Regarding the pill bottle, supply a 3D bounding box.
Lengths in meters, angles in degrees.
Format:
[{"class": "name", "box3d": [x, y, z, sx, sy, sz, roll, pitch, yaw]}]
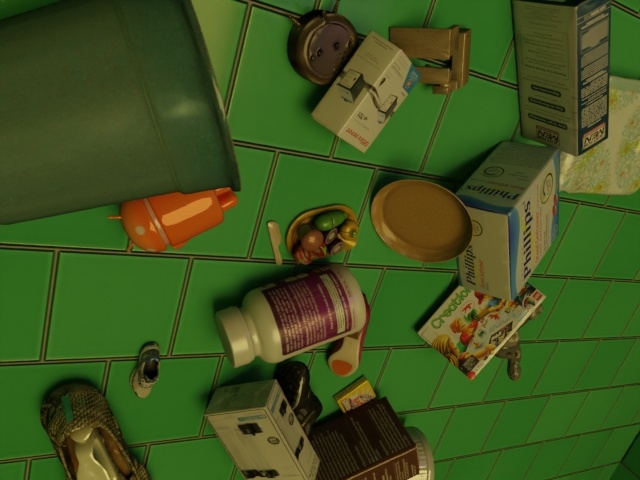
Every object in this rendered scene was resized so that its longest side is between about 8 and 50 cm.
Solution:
[{"class": "pill bottle", "box3d": [-0.067, 0.167, 1.199, 0.302, 0.169, 0.169, -17, 123, -21]}]

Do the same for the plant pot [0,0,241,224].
[{"class": "plant pot", "box3d": [-0.323, -0.189, 0.775, 0.334, 0.341, 0.341, -17, 124, -10]}]

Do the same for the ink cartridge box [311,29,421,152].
[{"class": "ink cartridge box", "box3d": [0.090, -0.279, 1.054, 0.190, 0.082, 0.140, -54, 156, 12]}]

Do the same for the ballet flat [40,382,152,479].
[{"class": "ballet flat", "box3d": [-0.460, 0.518, 1.167, 0.164, 0.182, 0.482, -21, 125, -19]}]

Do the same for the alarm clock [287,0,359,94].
[{"class": "alarm clock", "box3d": [0.012, -0.341, 1.029, 0.129, 0.064, 0.192, -26, 129, -15]}]

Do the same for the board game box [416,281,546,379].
[{"class": "board game box", "box3d": [0.437, 0.203, 1.504, 0.305, 0.193, 0.053, -50, 171, 4]}]

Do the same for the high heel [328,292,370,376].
[{"class": "high heel", "box3d": [0.077, 0.247, 1.407, 0.082, 0.117, 0.244, 14, 132, 11]}]

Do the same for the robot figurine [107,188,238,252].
[{"class": "robot figurine", "box3d": [-0.262, -0.058, 0.989, 0.220, 0.158, 0.128, -27, 92, -14]}]

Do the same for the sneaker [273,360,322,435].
[{"class": "sneaker", "box3d": [-0.051, 0.402, 1.394, 0.124, 0.107, 0.283, -8, 130, -30]}]

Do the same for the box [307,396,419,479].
[{"class": "box", "box3d": [0.056, 0.599, 1.477, 0.382, 0.191, 0.143, -19, 126, -12]}]

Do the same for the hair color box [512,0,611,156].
[{"class": "hair color box", "box3d": [0.542, -0.379, 1.232, 0.105, 0.174, 0.347, -30, 127, -13]}]

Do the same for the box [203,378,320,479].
[{"class": "box", "box3d": [-0.132, 0.473, 1.308, 0.169, 0.087, 0.289, -12, 118, 19]}]

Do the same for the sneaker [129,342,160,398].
[{"class": "sneaker", "box3d": [-0.371, 0.287, 1.166, 0.052, 0.058, 0.135, 3, 115, -31]}]

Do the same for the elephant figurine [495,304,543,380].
[{"class": "elephant figurine", "box3d": [0.527, 0.264, 1.588, 0.169, 0.186, 0.239, 18, 99, -59]}]

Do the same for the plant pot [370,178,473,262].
[{"class": "plant pot", "box3d": [0.230, -0.048, 1.241, 0.032, 0.237, 0.236, -58, 141, -42]}]

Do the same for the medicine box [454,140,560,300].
[{"class": "medicine box", "box3d": [0.451, -0.051, 1.322, 0.289, 0.149, 0.263, -44, 134, -33]}]

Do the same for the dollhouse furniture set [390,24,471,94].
[{"class": "dollhouse furniture set", "box3d": [0.232, -0.385, 1.147, 0.151, 0.123, 0.144, -46, 140, -47]}]

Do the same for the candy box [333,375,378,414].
[{"class": "candy box", "box3d": [0.119, 0.479, 1.571, 0.105, 0.027, 0.205, -35, 128, -10]}]

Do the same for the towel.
[{"class": "towel", "box3d": [0.788, -0.277, 1.483, 0.375, 0.090, 0.320, 0, 116, -29]}]

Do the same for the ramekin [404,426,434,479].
[{"class": "ramekin", "box3d": [0.239, 0.666, 1.639, 0.109, 0.207, 0.207, 4, 114, -20]}]

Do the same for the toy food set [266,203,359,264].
[{"class": "toy food set", "box3d": [0.000, 0.000, 1.205, 0.218, 0.071, 0.128, -15, 123, -22]}]
